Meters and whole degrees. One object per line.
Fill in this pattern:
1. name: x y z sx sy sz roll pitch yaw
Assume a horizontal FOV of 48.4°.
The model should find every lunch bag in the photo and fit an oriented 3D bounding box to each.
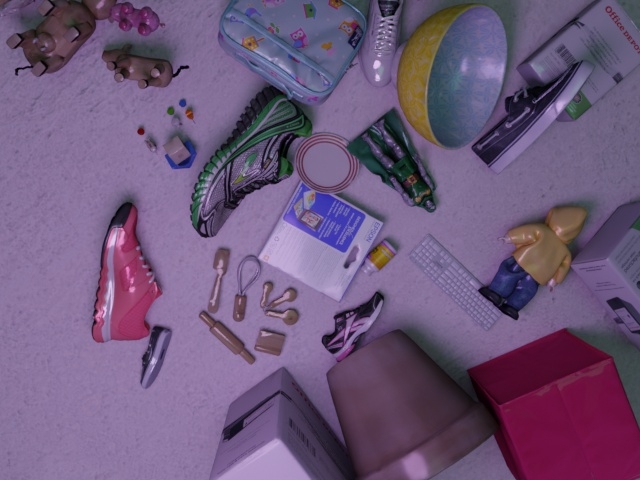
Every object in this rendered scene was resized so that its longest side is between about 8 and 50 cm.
1. lunch bag: -0.055 -0.414 1.441 0.279 0.108 0.224 31 76 -6

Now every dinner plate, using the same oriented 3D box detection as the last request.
1. dinner plate: 0.013 -0.164 1.531 0.141 0.017 0.141 3 73 -10

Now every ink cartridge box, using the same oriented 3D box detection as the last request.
1. ink cartridge box: 0.559 -0.383 1.512 0.219 0.092 0.160 -40 98 2
2. ink cartridge box: 0.000 0.000 1.555 0.208 0.045 0.206 29 94 -4
3. ink cartridge box: 0.716 0.086 1.536 0.211 0.121 0.289 -44 98 -21
4. ink cartridge box: -0.060 0.467 1.439 0.166 0.395 0.285 -35 98 4

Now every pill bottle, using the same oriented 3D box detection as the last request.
1. pill bottle: 0.127 0.040 1.568 0.083 0.043 0.043 -45 97 3

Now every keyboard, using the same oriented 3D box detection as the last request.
1. keyboard: 0.309 0.097 1.601 0.256 0.014 0.072 43 93 -8

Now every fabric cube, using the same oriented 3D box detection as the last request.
1. fabric cube: 0.505 0.377 1.529 0.259 0.254 0.258 -23 96 1

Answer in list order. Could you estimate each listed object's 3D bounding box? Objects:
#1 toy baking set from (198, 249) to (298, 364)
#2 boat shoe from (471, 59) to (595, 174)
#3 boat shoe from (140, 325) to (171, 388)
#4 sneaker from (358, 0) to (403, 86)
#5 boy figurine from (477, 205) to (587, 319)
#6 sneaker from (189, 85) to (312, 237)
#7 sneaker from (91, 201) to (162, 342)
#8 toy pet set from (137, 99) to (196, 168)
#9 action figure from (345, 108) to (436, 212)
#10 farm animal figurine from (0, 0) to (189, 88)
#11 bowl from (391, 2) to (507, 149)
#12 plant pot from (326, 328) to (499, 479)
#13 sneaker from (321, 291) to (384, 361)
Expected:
1. toy baking set: -0.166 0.146 1.577 0.256 0.030 0.196 40 91 -7
2. boat shoe: 0.427 -0.268 1.466 0.102 0.108 0.301 43 133 4
3. boat shoe: -0.371 0.257 1.572 0.040 0.049 0.142 23 94 13
4. sneaker: 0.130 -0.439 1.482 0.090 0.095 0.234 3 99 -5
5. boy figurine: 0.467 0.030 1.557 0.177 0.092 0.285 37 91 -10
6. sneaker: -0.147 -0.145 1.473 0.146 0.134 0.343 36 94 5
7. sneaker: -0.403 0.072 1.525 0.136 0.116 0.313 8 104 -14
8. toy pet set: -0.306 -0.214 1.516 0.122 0.065 0.114 -34 63 -1
9. action figure: 0.178 -0.153 1.540 0.137 0.063 0.232 -40 101 -2
10. farm animal figurine: -0.464 -0.425 1.425 0.327 0.172 0.330 -21 106 12
11. bowl: 0.239 -0.344 1.452 0.156 0.290 0.289 25 97 37
12. plant pot: 0.163 0.352 1.496 0.323 0.323 0.280 -31 75 1
13. sneaker: 0.069 0.180 1.573 0.077 0.072 0.178 38 88 4
